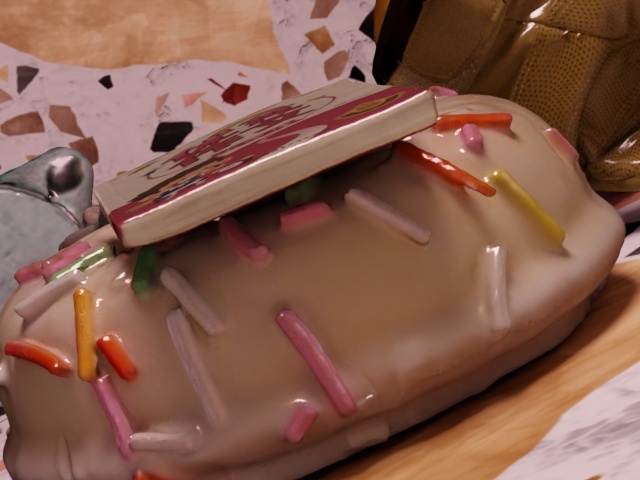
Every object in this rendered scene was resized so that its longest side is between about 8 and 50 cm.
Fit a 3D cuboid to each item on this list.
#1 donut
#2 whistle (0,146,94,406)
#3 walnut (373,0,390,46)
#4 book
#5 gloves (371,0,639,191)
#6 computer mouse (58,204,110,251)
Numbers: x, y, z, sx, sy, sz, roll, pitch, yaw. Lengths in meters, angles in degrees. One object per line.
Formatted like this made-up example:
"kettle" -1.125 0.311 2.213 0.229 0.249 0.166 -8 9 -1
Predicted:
"donut" -0.020 0.027 1.098 0.382 0.142 0.382 -23 8 3
"whistle" -0.355 0.076 1.692 0.404 0.188 0.168 -26 7 -12
"walnut" 0.154 -0.135 1.398 0.203 0.298 0.203 -19 50 25
"book" -0.037 -0.044 1.016 0.162 0.022 0.232 -22 10 -6
"gloves" 0.202 -0.107 1.212 0.141 0.331 0.154 104 180 -56
"computer mouse" -0.001 0.007 1.380 0.389 0.115 0.199 -5 5 18
